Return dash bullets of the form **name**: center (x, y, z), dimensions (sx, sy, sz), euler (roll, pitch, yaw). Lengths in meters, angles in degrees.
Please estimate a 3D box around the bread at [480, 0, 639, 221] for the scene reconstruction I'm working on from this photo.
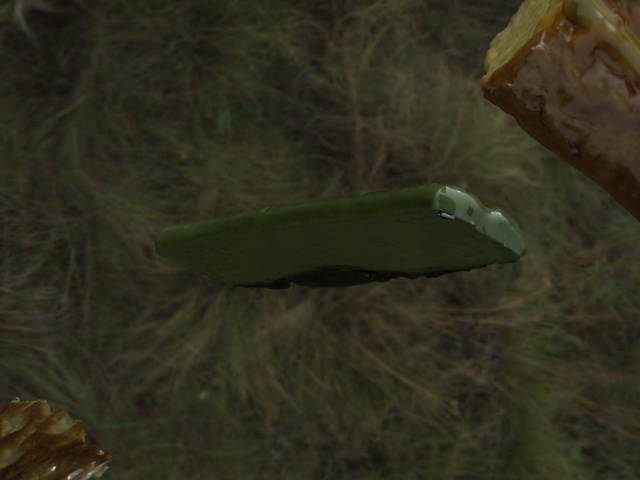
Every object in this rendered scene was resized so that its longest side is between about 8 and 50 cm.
- **bread**: center (0.229, -0.050, 0.491), dimensions (0.275, 0.114, 0.185), euler (39, 113, -11)

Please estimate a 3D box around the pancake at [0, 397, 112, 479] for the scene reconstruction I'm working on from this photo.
- **pancake**: center (-0.222, 0.174, 0.642), dimensions (0.212, 0.257, 0.056), euler (-32, 111, -25)

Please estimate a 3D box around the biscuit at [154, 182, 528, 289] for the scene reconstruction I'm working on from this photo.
- **biscuit**: center (0.000, 0.000, 0.789), dimensions (0.099, 0.322, 0.038), euler (28, 68, -35)
